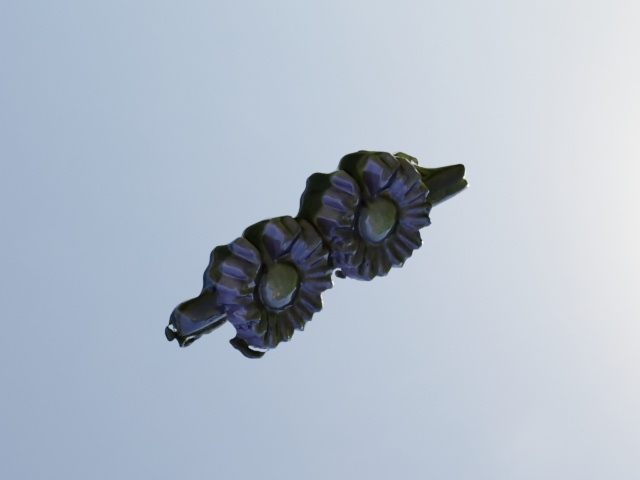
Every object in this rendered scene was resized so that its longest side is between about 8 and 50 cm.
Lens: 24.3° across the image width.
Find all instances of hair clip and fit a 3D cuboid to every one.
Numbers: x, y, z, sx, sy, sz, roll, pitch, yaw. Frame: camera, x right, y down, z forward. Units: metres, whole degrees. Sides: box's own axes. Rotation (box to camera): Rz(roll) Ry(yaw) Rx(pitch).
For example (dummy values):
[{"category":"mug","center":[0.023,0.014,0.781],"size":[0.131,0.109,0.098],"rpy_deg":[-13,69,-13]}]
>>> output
[{"category":"hair clip","center":[0.000,0.000,1.152],"size":[0.292,0.106,0.084],"rpy_deg":[-34,-144,-29]}]
